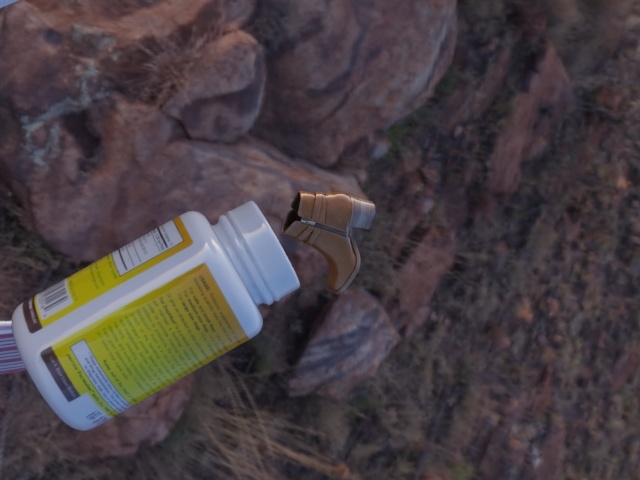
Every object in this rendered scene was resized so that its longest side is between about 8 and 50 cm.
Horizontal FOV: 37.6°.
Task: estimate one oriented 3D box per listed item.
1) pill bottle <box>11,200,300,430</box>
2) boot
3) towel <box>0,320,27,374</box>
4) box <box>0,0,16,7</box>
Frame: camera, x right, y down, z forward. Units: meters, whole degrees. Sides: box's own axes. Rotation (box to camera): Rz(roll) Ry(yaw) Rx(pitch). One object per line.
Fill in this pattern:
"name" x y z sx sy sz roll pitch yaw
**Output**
"pill bottle" -0.129 0.054 0.765 0.215 0.117 0.117 -29 134 -6
"boot" 0.000 0.000 1.699 0.152 0.073 0.197 7 110 -26
"towel" -0.398 0.130 1.169 0.144 0.197 0.029 -5 69 -34
"box" -0.684 -0.528 1.878 0.203 0.114 0.103 -27 169 -13
